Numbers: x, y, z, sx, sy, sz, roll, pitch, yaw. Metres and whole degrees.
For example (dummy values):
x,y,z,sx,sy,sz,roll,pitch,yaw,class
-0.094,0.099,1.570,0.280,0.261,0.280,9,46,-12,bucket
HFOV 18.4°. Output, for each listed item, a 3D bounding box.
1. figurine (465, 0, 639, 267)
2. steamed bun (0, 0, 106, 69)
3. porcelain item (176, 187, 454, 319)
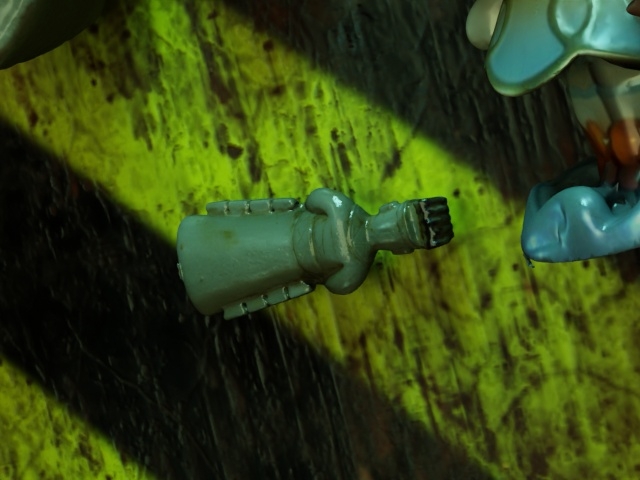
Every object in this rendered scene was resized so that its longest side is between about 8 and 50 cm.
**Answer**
x,y,z,sx,sy,sz,roll,pitch,yaw,class
0.160,-0.211,1.118,0.277,0.248,0.388,-9,108,58,figurine
-0.233,-0.268,1.346,0.199,0.251,0.301,-12,101,24,steamed bun
0.000,0.000,1.368,0.213,0.054,0.084,-11,96,33,porcelain item
